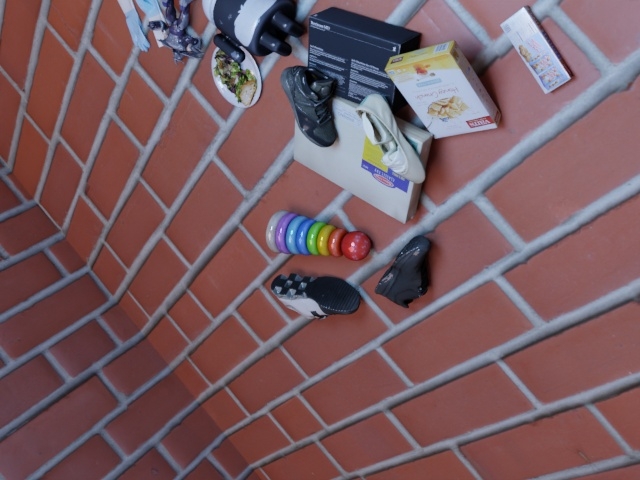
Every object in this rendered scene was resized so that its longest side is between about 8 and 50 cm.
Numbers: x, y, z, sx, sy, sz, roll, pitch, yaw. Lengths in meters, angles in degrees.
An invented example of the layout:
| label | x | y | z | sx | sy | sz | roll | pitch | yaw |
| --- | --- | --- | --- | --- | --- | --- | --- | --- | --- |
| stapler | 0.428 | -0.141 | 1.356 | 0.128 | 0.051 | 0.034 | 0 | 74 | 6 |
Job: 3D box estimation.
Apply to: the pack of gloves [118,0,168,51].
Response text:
| label | x | y | z | sx | sy | sz | roll | pitch | yaw |
| --- | --- | --- | --- | --- | --- | --- | --- | --- | --- |
| pack of gloves | -0.582 | -0.720 | 2.031 | 0.195 | 0.046 | 0.232 | -3 | 115 | 42 |

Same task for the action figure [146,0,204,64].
| label | x | y | z | sx | sy | sz | roll | pitch | yaw |
| --- | --- | --- | --- | --- | --- | --- | --- | --- | --- |
| action figure | -0.431 | -0.650 | 1.904 | 0.185 | 0.099 | 0.285 | 20 | 136 | 8 |

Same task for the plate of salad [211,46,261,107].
| label | x | y | z | sx | sy | sz | roll | pitch | yaw |
| --- | --- | --- | --- | --- | --- | --- | --- | --- | --- |
| plate of salad | -0.259 | -0.488 | 1.898 | 0.200 | 0.048 | 0.199 | 23 | 131 | 29 |

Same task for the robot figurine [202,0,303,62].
| label | x | y | z | sx | sy | sz | roll | pitch | yaw |
| --- | --- | --- | --- | --- | --- | --- | --- | --- | --- |
| robot figurine | -0.179 | -0.594 | 1.667 | 0.278 | 0.209 | 0.173 | 38 | 158 | 14 |

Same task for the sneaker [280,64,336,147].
| label | x | y | z | sx | sy | sz | roll | pitch | yaw |
| --- | --- | --- | --- | --- | --- | --- | --- | --- | --- |
| sneaker | -0.006 | -0.336 | 1.608 | 0.130 | 0.087 | 0.227 | 9 | 130 | 54 |

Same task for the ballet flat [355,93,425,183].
| label | x | y | z | sx | sy | sz | roll | pitch | yaw |
| --- | --- | --- | --- | --- | --- | --- | --- | --- | --- |
| ballet flat | 0.163 | -0.231 | 1.531 | 0.086 | 0.086 | 0.248 | -22 | 104 | 47 |

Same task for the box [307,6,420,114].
| label | x | y | z | sx | sy | sz | roll | pitch | yaw |
| --- | --- | --- | --- | --- | --- | --- | --- | --- | --- |
| box | 0.098 | -0.444 | 1.568 | 0.261 | 0.103 | 0.184 | 27 | 137 | 26 |

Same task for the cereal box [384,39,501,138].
| label | x | y | z | sx | sy | sz | roll | pitch | yaw |
| --- | --- | --- | --- | --- | --- | --- | --- | --- | --- |
| cereal box | 0.279 | -0.334 | 1.444 | 0.173 | 0.047 | 0.240 | -3 | 144 | 43 |

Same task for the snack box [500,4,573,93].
| label | x | y | z | sx | sy | sz | roll | pitch | yaw |
| --- | --- | --- | --- | --- | --- | --- | --- | --- | --- |
| snack box | 0.454 | -0.399 | 1.340 | 0.064 | 0.022 | 0.178 | -31 | 94 | 47 |

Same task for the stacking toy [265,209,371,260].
| label | x | y | z | sx | sy | sz | roll | pitch | yaw |
| --- | --- | --- | --- | --- | --- | --- | --- | --- | --- |
| stacking toy | 0.000 | 0.000 | 1.945 | 0.330 | 0.141 | 0.141 | 13 | 125 | 31 |

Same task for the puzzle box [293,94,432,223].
| label | x | y | z | sx | sy | sz | roll | pitch | yaw |
| --- | --- | --- | --- | --- | --- | --- | --- | --- | --- |
| puzzle box | 0.097 | -0.246 | 1.707 | 0.409 | 0.052 | 0.272 | 33 | 140 | 25 |

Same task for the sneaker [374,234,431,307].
| label | x | y | z | sx | sy | sz | roll | pitch | yaw |
| --- | --- | --- | --- | --- | --- | --- | --- | --- | --- |
| sneaker | 0.260 | 0.092 | 1.804 | 0.130 | 0.109 | 0.286 | 36 | 145 | 8 |

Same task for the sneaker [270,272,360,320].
| label | x | y | z | sx | sy | sz | roll | pitch | yaw |
| --- | --- | --- | --- | --- | --- | --- | --- | --- | --- |
| sneaker | 0.001 | 0.199 | 2.103 | 0.331 | 0.122 | 0.146 | 11 | 142 | 36 |
